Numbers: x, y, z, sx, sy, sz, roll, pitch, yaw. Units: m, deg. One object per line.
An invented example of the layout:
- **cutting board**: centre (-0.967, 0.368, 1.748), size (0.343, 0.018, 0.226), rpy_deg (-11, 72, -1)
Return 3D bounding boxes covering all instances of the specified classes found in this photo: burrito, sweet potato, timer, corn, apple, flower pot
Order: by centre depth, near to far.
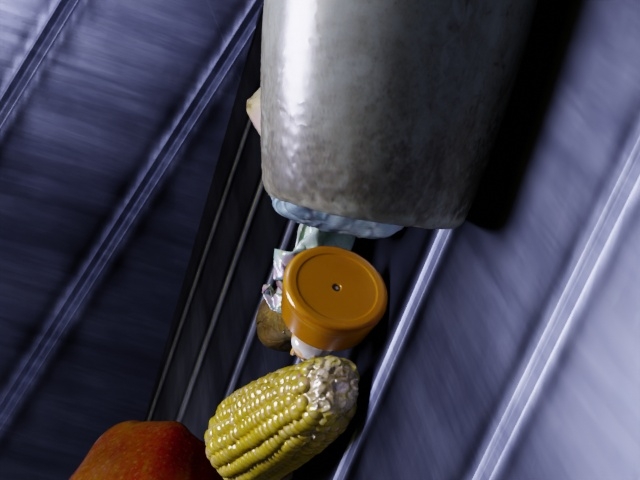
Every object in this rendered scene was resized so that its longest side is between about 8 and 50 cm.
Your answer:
- **flower pot**: centre (0.066, -0.192, 1.588), size (0.293, 0.293, 0.330), rpy_deg (-136, 57, -76)
- **timer**: centre (0.001, 0.102, 1.923), size (0.152, 0.132, 0.132), rpy_deg (112, 166, -48)
- **corn**: centre (-0.053, 0.235, 1.983), size (0.347, 0.130, 0.130), rpy_deg (-37, 39, 57)
- **burrito**: centre (0.000, 0.000, 2.034), size (0.144, 0.089, 0.229), rpy_deg (105, -171, -52)
- **sweet potato**: centre (-0.042, 0.109, 2.261), size (0.112, 0.085, 0.286), rpy_deg (-41, 3, 3)
- **apple**: centre (-0.283, 0.450, 2.495), size (0.317, 0.288, 0.288), rpy_deg (-70, 4, -46)

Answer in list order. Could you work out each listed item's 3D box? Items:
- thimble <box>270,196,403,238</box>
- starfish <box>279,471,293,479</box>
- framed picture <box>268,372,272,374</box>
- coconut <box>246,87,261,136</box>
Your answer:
- **thimble**: centre (0.045, -0.130, 1.904), size (0.205, 0.171, 0.250), rpy_deg (174, 107, -73)
- **starfish**: centre (-0.060, 0.334, 2.171), size (0.150, 0.053, 0.209), rpy_deg (-63, 9, 3)
- **framed picture**: centre (-0.110, 0.356, 2.388), size (0.189, 0.023, 0.260), rpy_deg (117, 163, -47)
- **coconut**: centre (-0.012, -0.183, 2.173), size (0.171, 0.182, 0.171), rpy_deg (-169, 90, -76)
